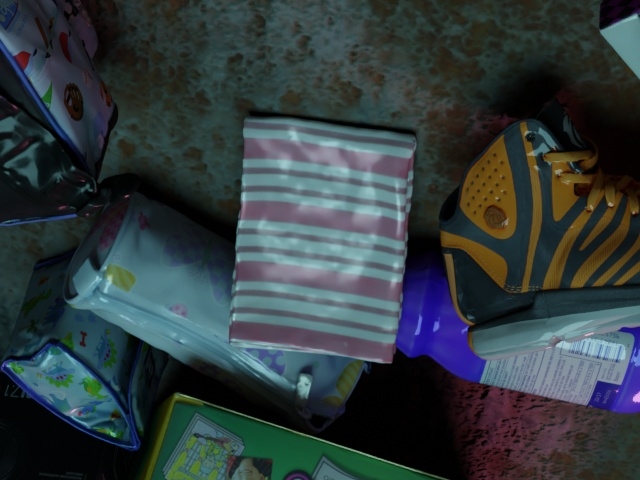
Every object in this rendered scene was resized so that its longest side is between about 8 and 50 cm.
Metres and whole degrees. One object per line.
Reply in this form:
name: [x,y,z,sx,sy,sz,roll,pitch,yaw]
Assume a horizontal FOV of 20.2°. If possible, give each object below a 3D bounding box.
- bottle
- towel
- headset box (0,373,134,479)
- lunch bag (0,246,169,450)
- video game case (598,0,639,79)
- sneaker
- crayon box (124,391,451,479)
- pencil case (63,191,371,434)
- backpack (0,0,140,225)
bottle: [0.154,0.069,1.538,0.283,0.092,0.118,11,134,2]
towel: [0.000,0.000,1.476,0.144,0.029,0.197,6,103,4]
headset box: [-0.332,0.278,1.743,0.246,0.283,0.131,5,138,9]
lunch bag: [-0.199,0.100,1.630,0.096,0.129,0.151,-19,129,31]
video game case: [0.354,-0.140,1.299,0.232,0.042,0.210,-24,127,33]
sneaker: [0.230,-0.030,1.347,0.321,0.124,0.180,-17,93,22]
crayon box: [0.008,0.248,1.660,0.363,0.106,0.313,18,168,-7]
pencil case: [-0.090,0.066,1.572,0.273,0.124,0.113,32,137,-20]
backpack: [-0.296,-0.139,1.336,0.276,0.213,0.263,-10,142,15]
